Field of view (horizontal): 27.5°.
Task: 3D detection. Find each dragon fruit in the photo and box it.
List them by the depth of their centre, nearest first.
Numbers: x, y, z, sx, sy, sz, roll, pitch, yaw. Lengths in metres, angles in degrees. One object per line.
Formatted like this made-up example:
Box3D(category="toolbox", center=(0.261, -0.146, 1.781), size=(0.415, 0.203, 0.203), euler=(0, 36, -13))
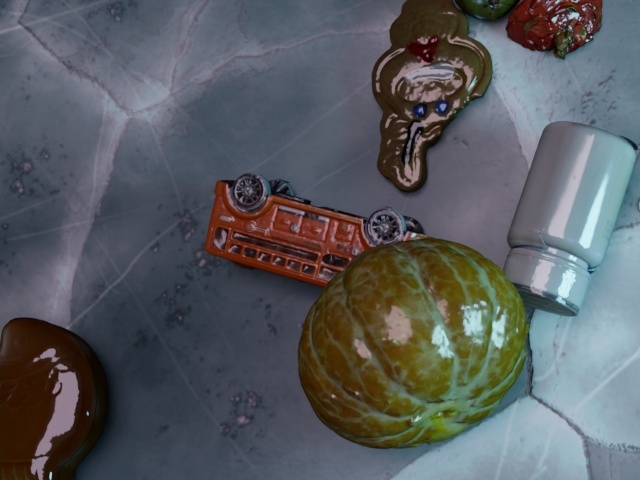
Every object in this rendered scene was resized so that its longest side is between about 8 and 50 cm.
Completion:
Box3D(category="dragon fruit", center=(0.368, -0.343, 1.989), size=(0.162, 0.083, 0.106), euler=(-33, 73, 3))

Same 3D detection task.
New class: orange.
Box3D(category="orange", center=(0.122, 0.142, 1.803), size=(0.329, 0.329, 0.249), euler=(-32, 51, 6))

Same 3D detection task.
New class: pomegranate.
Box3D(category="pomegranate", center=(0.255, -0.407, 2.025), size=(0.114, 0.114, 0.142), euler=(-17, 45, 11))

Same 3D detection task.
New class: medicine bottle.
Box3D(category="medicine bottle", center=(0.351, -0.030, 1.879), size=(0.143, 0.143, 0.258), euler=(16, 80, 18))

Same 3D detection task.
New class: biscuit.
Box3D(category="biscuit", center=(0.163, -0.232, 2.035), size=(0.183, 0.047, 0.320), euler=(19, 83, 21))

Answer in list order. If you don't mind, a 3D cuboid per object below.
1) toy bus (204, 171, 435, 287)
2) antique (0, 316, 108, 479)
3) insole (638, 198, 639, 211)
Box3D(category="toy bus", center=(0.000, 0.000, 1.973), size=(0.329, 0.143, 0.153), euler=(15, 91, 17))
Box3D(category="antique", center=(-0.438, 0.259, 2.027), size=(0.223, 0.129, 0.278), euler=(-8, 74, 13))
Box3D(category="insole", center=(0.542, -0.055, 1.908), size=(0.152, 0.002, 0.053), euler=(1, 77, 15))
